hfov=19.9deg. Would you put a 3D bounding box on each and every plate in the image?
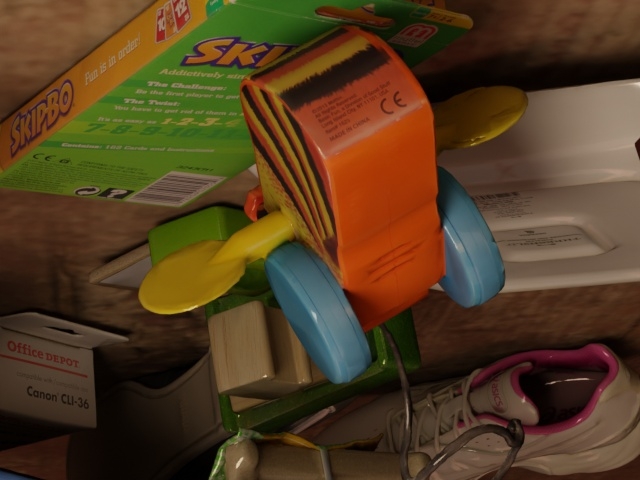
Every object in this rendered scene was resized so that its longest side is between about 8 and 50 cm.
[{"bbox_3d":[0.125,-0.018,1.052,0.277,0.045,0.278,-5,163,25],"label":"plate"}]

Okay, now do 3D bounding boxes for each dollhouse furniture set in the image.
[{"bbox_3d":[-0.039,0.152,1.158,0.151,0.301,0.198,-23,158,35],"label":"dollhouse furniture set"}]

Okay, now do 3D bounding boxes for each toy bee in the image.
[{"bbox_3d":[0.000,0.000,0.883,0.195,0.162,0.298,-16,136,-28],"label":"toy bee"}]

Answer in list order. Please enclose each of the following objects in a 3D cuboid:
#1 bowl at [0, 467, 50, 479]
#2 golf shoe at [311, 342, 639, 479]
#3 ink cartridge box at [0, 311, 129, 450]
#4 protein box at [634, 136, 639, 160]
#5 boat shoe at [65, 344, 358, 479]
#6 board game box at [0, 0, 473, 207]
[{"bbox_3d":[-0.166,0.223,1.296,0.391,0.077,0.391,15,168,3],"label":"bowl"},{"bbox_3d":[0.125,0.149,1.549,0.306,0.115,0.140,-15,151,5],"label":"golf shoe"},{"bbox_3d":[-0.246,0.111,1.345,0.198,0.067,0.115,-18,158,32],"label":"ink cartridge box"},{"bbox_3d":[0.285,0.004,0.835,0.201,0.199,0.136,3,148,-24],"label":"protein box"},{"bbox_3d":[-0.087,0.147,1.439,0.096,0.112,0.335,12,151,-34],"label":"boat shoe"},{"bbox_3d":[-0.052,-0.075,0.893,0.124,0.039,0.259,6,161,-36],"label":"board game box"}]
